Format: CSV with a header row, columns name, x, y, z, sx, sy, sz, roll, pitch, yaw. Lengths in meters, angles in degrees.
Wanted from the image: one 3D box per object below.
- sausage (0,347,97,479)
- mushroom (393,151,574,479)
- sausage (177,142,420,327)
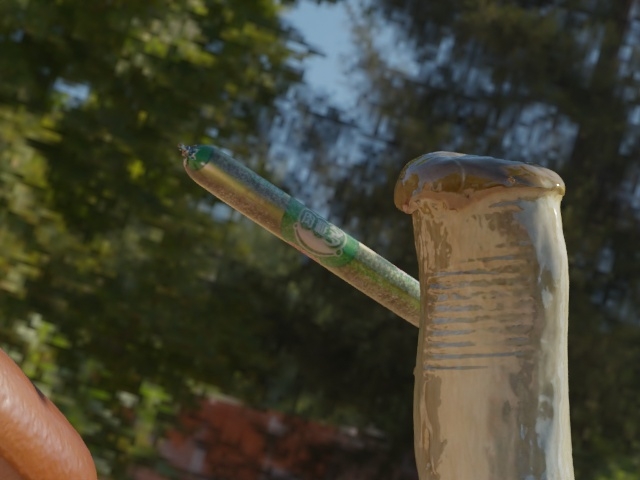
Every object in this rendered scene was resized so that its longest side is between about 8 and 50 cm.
name,x,y,z,sx,sy,sz,roll,pitch,yaw
sausage,-0.232,0.101,1.079,0.094,0.097,0.348,-17,-41,18
mushroom,0.107,0.116,1.013,0.095,0.351,0.122,-3,-8,-42
sausage,0.000,0.000,1.345,0.269,0.033,0.033,33,-16,-15
